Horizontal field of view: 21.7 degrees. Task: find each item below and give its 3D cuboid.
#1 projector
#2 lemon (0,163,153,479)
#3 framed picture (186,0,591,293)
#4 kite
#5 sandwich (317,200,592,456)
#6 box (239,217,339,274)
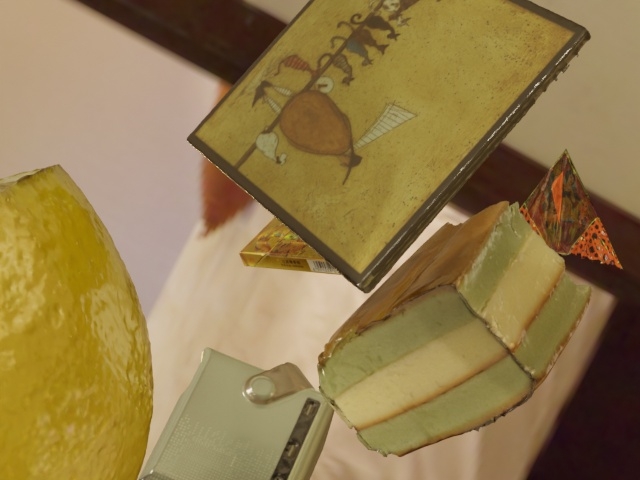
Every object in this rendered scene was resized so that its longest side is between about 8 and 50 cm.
[{"bbox_3d":[-0.098,0.255,1.966,0.163,0.177,0.242,105,-171,-53],"label":"projector"},{"bbox_3d":[-0.287,0.125,1.277,0.364,0.364,0.364,-58,13,21],"label":"lemon"},{"bbox_3d":[0.040,-0.119,1.344,0.255,0.014,0.338,-48,35,0],"label":"framed picture"},{"bbox_3d":[0.269,-0.041,1.848,0.008,0.222,0.125,0,82,48],"label":"kite"},{"bbox_3d":[0.136,0.088,1.716,0.227,0.155,0.198,-31,13,39],"label":"sandwich"},{"bbox_3d":[0.000,0.000,1.715,0.156,0.022,0.089,6,38,40],"label":"box"}]
